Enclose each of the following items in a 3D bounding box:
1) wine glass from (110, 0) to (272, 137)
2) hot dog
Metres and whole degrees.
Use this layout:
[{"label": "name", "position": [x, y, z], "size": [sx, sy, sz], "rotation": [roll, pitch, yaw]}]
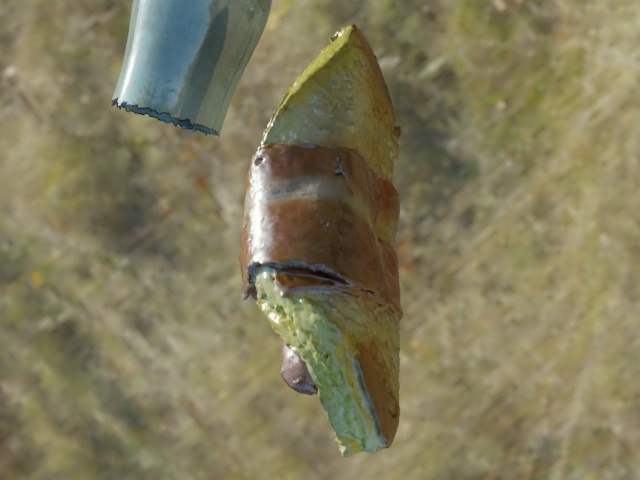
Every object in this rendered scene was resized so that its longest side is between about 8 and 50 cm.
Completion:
[{"label": "wine glass", "position": [-0.075, -0.174, 1.316], "size": [0.093, 0.202, 0.093], "rotation": [17, 176, 1]}, {"label": "hot dog", "position": [-0.004, 0.003, 1.175], "size": [0.123, 0.093, 0.261], "rotation": [54, -148, -59]}]
